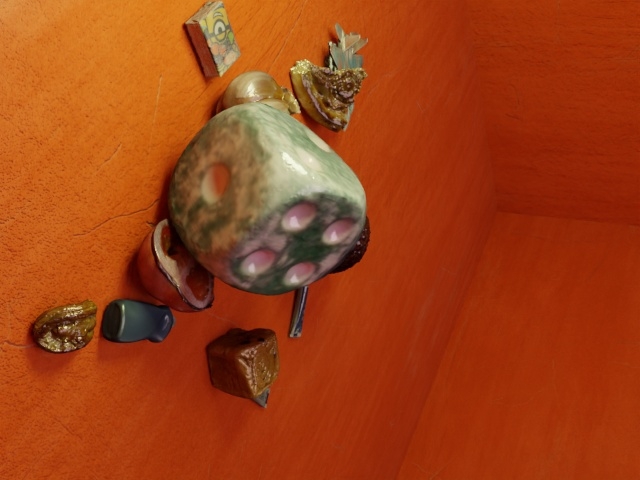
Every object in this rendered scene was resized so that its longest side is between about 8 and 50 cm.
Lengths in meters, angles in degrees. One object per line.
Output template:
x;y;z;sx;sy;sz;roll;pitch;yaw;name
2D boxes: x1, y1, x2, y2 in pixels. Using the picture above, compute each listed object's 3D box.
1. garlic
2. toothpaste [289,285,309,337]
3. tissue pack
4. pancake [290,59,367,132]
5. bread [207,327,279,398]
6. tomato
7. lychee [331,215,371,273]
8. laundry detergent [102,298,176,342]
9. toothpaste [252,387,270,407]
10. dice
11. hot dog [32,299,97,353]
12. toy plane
-0.179;-0.326;1.764;0.191;0.214;0.160;-15;87;-27;garlic
-0.065;0.213;2.230;0.057;0.035;0.197;8;93;-53;toothpaste
-0.255;-0.481;1.676;0.108;0.060;0.148;-58;145;-36;tissue pack
0.045;-0.462;2.122;0.244;0.057;0.266;-37;128;-13;pancake
-0.205;0.326;1.895;0.149;0.143;0.158;-41;127;-51;bread
-0.340;0.066;1.605;0.228;0.112;0.199;61;23;-20;tomato
0.026;-0.033;2.034;0.261;0.261;0.260;-24;118;-58;lychee
-0.399;0.184;1.586;0.206;0.061;0.096;14;77;-62;laundry detergent
-0.196;0.442;2.049;0.216;0.037;0.061;49;55;-59;toothpaste
-0.117;-0.091;1.619;0.328;0.330;0.348;-47;143;18;dice
-0.500;0.168;1.394;0.147;0.065;0.099;-11;117;-62;hot dog
0.073;-0.512;2.228;0.223;0.104;0.326;-5;106;-60;toy plane
